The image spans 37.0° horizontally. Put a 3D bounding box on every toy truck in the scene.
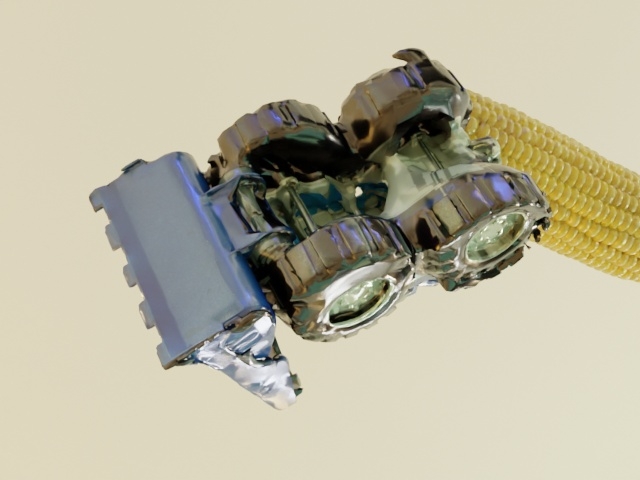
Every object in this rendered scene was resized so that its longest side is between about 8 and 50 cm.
[{"bbox_3d":[0.000,0.000,0.496,0.208,0.113,0.126,-20,-32,-16],"label":"toy truck"}]

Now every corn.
[{"bbox_3d":[0.160,-0.039,0.686,0.248,0.081,0.081,23,-68,-19],"label":"corn"}]
